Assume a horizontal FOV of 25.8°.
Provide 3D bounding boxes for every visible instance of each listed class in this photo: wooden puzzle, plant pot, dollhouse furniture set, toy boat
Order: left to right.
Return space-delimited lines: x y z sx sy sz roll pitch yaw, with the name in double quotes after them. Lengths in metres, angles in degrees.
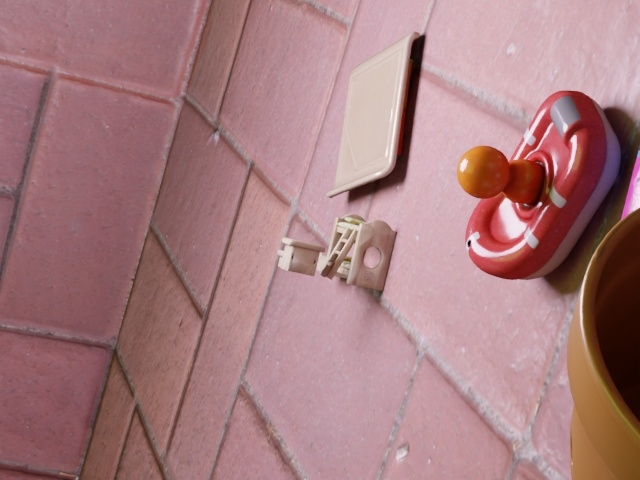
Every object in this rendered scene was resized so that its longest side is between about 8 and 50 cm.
0.000 0.000 2.105 0.182 0.161 0.101 -163 86 -69 "dollhouse furniture set"
0.086 -0.189 2.170 0.221 0.044 0.238 162 123 -67 "wooden puzzle"
0.222 -0.065 1.574 0.151 0.151 0.231 -103 33 -50 "toy boat"
0.306 0.132 1.025 0.203 0.291 0.291 102 167 -51 "plant pot"

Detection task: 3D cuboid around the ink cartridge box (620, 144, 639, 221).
0.375 -0.067 1.311 0.371 0.069 0.175 -158 81 -72 "ink cartridge box"
